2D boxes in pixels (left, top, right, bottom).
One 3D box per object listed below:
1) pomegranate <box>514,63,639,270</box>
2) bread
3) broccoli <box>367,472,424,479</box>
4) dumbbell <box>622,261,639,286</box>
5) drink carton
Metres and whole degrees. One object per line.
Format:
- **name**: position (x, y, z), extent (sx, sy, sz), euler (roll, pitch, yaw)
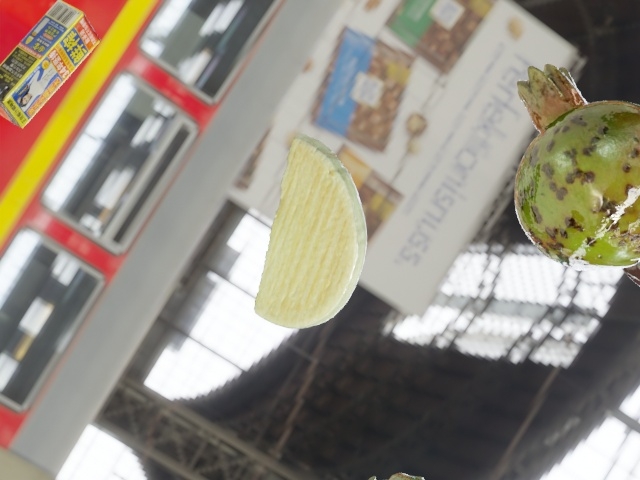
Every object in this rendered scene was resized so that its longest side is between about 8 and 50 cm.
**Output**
- **pomegranate**: position (0.239, -0.067, 1.249), extent (0.159, 0.159, 0.205), euler (-45, -118, 36)
- **bread**: position (0.002, 0.005, 1.353), extent (0.112, 0.036, 0.193), euler (27, -66, 37)
- **broccoli**: position (0.027, 0.476, 1.787), extent (0.317, 0.338, 0.277), euler (-98, 180, -75)
- **dumbbell**: position (0.483, -0.041, 1.825), extent (0.225, 0.124, 0.140), euler (-57, 161, -29)
- **drink carton**: position (-0.375, -0.237, 1.889), extent (0.166, 0.056, 0.071), euler (-51, 151, -14)
